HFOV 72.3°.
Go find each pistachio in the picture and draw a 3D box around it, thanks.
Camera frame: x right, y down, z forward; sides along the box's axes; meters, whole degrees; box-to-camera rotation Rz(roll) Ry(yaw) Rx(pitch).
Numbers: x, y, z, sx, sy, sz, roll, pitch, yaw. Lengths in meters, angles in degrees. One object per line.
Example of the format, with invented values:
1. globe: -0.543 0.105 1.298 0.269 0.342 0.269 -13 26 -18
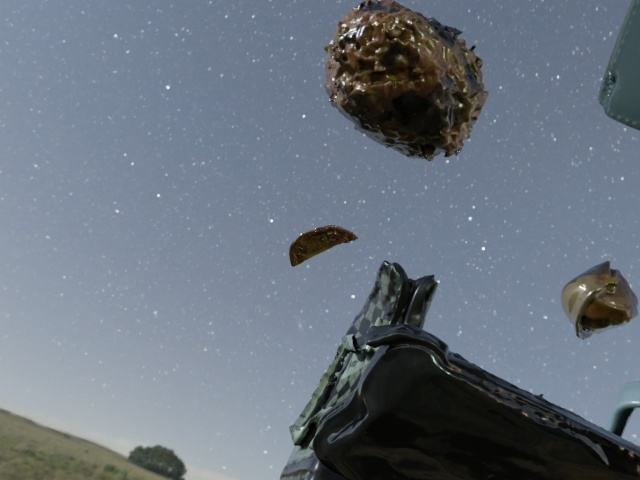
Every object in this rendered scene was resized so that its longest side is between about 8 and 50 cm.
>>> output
1. pistachio: 0.562 0.125 0.882 0.131 0.165 0.210 27 5 35

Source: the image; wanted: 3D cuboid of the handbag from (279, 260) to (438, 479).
1. handbag: 0.061 0.259 0.687 0.180 0.416 0.316 22 -33 9

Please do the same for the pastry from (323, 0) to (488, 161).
1. pastry: 0.174 -0.354 0.965 0.405 0.337 0.292 42 -66 8

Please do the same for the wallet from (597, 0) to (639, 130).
1. wallet: 0.462 -0.164 0.414 0.083 0.360 0.252 -15 -49 -19

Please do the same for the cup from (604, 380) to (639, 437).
1. cup: 0.643 0.373 0.667 0.257 0.331 0.311 -14 -57 -18

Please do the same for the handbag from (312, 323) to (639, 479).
1. handbag: 0.155 0.204 0.398 0.332 0.075 0.191 29 -58 -3

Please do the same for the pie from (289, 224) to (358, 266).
1. pie: -0.002 -0.001 1.138 0.191 0.033 0.088 -23 -47 1
